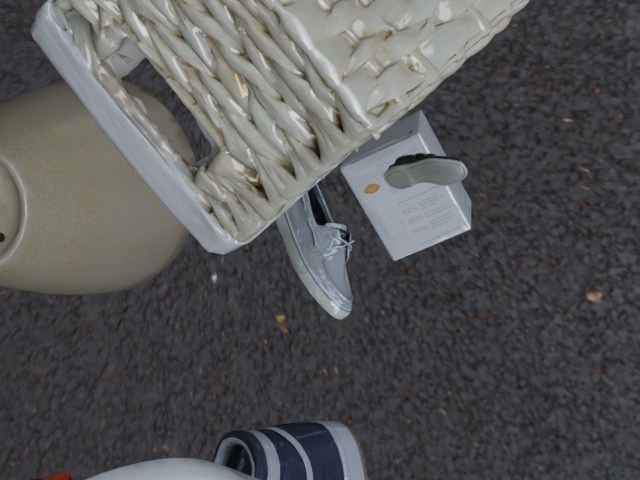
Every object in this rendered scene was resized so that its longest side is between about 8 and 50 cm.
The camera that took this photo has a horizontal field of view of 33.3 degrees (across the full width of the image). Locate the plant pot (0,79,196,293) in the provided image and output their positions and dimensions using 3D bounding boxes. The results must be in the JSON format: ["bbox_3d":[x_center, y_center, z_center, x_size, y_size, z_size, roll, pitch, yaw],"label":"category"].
[{"bbox_3d":[-0.300,-0.049,1.137,0.256,0.274,0.257,2,97,15],"label":"plant pot"}]

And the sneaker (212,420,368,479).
[{"bbox_3d":[-0.019,0.290,0.918,0.153,0.282,0.099,11,145,-41],"label":"sneaker"}]

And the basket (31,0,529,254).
[{"bbox_3d":[-0.001,-0.093,0.403,0.113,0.103,0.167,51,48,-6],"label":"basket"}]

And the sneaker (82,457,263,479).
[{"bbox_3d":[-0.041,0.207,0.583,0.256,0.151,0.094,12,121,-33],"label":"sneaker"}]

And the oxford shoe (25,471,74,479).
[{"bbox_3d":[-0.365,0.330,1.219,0.098,0.271,0.097,-10,84,7],"label":"oxford shoe"}]

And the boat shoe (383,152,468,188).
[{"bbox_3d":[0.140,-0.095,1.387,0.046,0.125,0.038,52,51,-26],"label":"boat shoe"}]

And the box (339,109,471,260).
[{"bbox_3d":[0.127,-0.080,1.565,0.130,0.091,0.170,-23,112,19],"label":"box"}]

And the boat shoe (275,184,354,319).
[{"bbox_3d":[0.000,0.000,1.507,0.081,0.079,0.227,-35,65,21],"label":"boat shoe"}]
